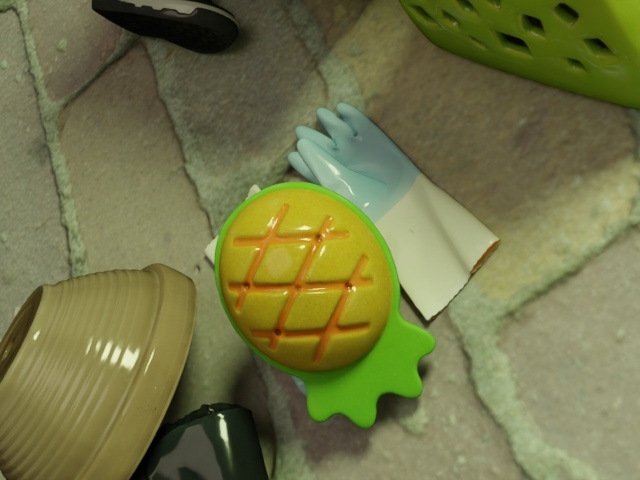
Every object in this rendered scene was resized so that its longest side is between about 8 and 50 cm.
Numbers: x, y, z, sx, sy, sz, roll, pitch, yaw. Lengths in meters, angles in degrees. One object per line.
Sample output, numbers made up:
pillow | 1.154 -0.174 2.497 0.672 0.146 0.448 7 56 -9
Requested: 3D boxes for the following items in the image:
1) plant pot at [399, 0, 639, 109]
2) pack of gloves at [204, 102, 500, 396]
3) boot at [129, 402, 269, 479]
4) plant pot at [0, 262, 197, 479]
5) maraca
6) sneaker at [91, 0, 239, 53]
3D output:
plant pot | 0.155 -0.243 0.565 0.227 0.207 0.228 29 93 41
pack of gloves | 0.000 0.000 0.702 0.195 0.046 0.232 -50 50 11
boot | -0.046 0.210 0.626 0.246 0.094 0.207 -34 59 31
plant pot | -0.209 0.111 0.724 0.237 0.109 0.237 -45 26 30
maraca | 0.001 0.046 0.624 0.127 0.099 0.186 -34 89 11
sneaker | -0.161 -0.264 0.903 0.234 0.084 0.097 25 88 41
